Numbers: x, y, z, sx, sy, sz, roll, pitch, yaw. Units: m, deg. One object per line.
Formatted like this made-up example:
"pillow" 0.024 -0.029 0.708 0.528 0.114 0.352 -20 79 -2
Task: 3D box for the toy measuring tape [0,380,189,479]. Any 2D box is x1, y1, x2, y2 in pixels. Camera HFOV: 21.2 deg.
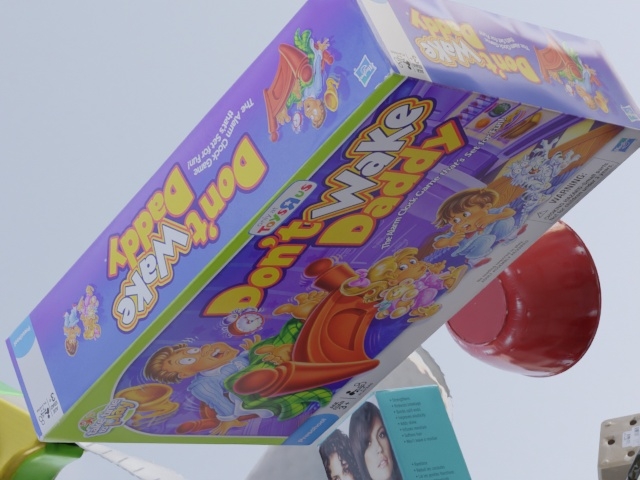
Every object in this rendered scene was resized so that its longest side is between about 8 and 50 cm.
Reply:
"toy measuring tape" -0.213 0.185 1.284 0.121 0.330 0.121 -29 -51 -43

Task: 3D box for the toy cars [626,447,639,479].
"toy cars" 0.119 0.224 1.037 0.393 0.176 0.087 -22 -33 -1

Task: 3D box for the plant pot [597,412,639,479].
"plant pot" 0.343 0.240 1.801 0.096 0.109 0.109 59 -151 -30

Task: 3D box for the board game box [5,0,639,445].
"board game box" 0.000 0.000 1.044 0.233 0.078 0.347 7 -42 -44

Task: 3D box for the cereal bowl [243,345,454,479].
"cereal bowl" 0.013 0.242 1.500 0.339 0.141 0.339 -54 -10 -13

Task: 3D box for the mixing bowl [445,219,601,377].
"mixing bowl" 0.190 0.061 1.778 0.098 0.181 0.181 -8 -75 -44

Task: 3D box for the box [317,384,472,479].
"box" 0.078 0.237 1.256 0.060 0.100 0.244 -3 -120 -32
